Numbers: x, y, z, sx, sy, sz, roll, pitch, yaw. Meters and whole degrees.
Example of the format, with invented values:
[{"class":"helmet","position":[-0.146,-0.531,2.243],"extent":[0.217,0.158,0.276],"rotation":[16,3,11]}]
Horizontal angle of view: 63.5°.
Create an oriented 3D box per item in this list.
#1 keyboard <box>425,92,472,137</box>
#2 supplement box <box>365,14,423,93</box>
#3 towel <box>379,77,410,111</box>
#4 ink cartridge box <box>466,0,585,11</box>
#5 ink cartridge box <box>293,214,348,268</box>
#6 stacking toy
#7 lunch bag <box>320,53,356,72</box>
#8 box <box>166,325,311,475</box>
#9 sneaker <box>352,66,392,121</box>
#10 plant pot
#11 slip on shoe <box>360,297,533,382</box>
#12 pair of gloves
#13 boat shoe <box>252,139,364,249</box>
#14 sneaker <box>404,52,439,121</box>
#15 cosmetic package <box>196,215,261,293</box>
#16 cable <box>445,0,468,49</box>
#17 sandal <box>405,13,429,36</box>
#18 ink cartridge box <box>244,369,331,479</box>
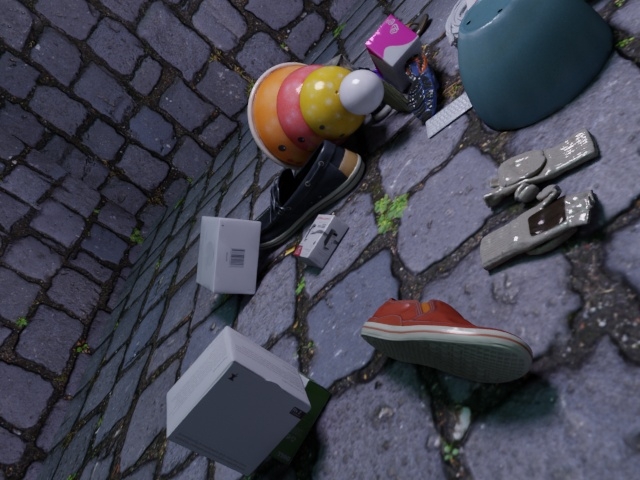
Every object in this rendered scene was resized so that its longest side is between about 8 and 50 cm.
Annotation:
[{"class":"keyboard","position":[0.361,-0.343,1.256],"extent":[0.256,0.014,0.072],"rotation":[-35,29,34]},{"class":"supplement box","position":[0.224,-0.541,1.519],"extent":[0.114,0.111,0.220],"rotation":[-48,-14,9]},{"class":"towel","position":[0.195,-0.420,1.494],"extent":[0.027,0.148,0.110],"rotation":[-58,23,2]},{"class":"ink cartridge box","position":[0.472,-0.597,1.173],"extent":[0.273,0.115,0.198],"rotation":[-19,55,32]},{"class":"ink cartridge box","position":[0.000,0.000,1.366],"extent":[0.135,0.056,0.099],"rotation":[-58,24,-12]},{"class":"stacking toy","position":[0.016,-0.399,1.516],"extent":[0.350,0.351,0.480],"rotation":[-58,23,-14]},{"class":"lunch bag","position":[0.005,-0.520,1.956],"extent":[0.235,0.169,0.286],"rotation":[-3,61,55]},{"class":"box","position":[-0.148,0.285,0.921],"extent":[0.182,0.181,0.119],"rotation":[-49,25,6]},{"class":"sneaker","position":[0.164,-0.518,1.687],"extent":[0.102,0.146,0.293],"rotation":[-38,28,28]},{"class":"plant pot","position":[0.393,-0.399,1.039],"extent":[0.290,0.195,0.290],"rotation":[-38,31,27]},{"class":"slip on shoe","position":[0.181,0.138,0.791],"extent":[0.101,0.123,0.331],"rotation":[-56,19,-18]},{"class":"pair of gloves","position":[0.354,-0.076,0.862],"extent":[0.204,0.042,0.240],"rotation":[-27,33,44]},{"class":"boat shoe","position":[-0.086,-0.138,1.597],"extent":[0.500,0.156,0.186],"rotation":[-35,31,37]},{"class":"sneaker","position":[0.289,-0.410,1.402],"extent":[0.083,0.087,0.221],"rotation":[-25,53,41]},{"class":"cosmetic package","position":[-0.292,0.041,1.627],"extent":[0.225,0.138,0.223],"rotation":[10,95,62]},{"class":"cable","position":[0.455,-0.624,1.392],"extent":[0.257,0.089,0.257],"rotation":[-37,28,28]},{"class":"sandal","position":[0.296,-0.728,1.851],"extent":[0.219,0.060,0.089],"rotation":[-37,28,31]},{"class":"ink cartridge box","position":[-0.078,0.356,1.001],"extent":[0.209,0.062,0.109],"rotation":[-58,26,-12]}]
